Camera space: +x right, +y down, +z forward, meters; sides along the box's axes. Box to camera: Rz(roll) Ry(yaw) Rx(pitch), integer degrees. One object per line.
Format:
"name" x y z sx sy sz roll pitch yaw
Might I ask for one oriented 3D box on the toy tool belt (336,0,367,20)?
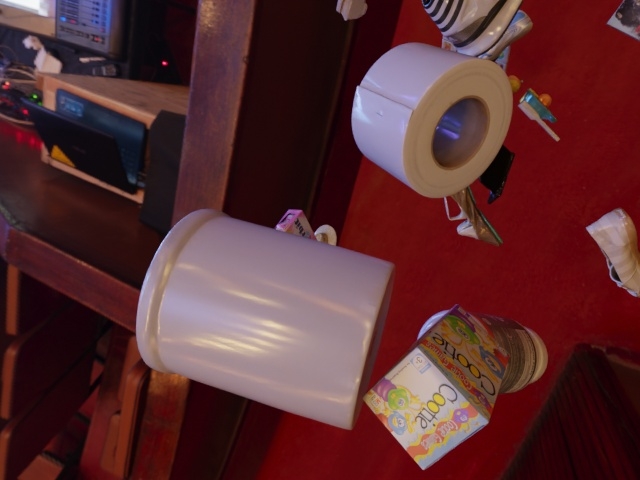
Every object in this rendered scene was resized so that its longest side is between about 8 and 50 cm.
"toy tool belt" 0.048 -0.388 0.655 0.051 0.052 0.083 62 158 20

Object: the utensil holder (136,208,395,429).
"utensil holder" -0.081 0.140 0.806 0.385 0.327 0.328 14 109 15

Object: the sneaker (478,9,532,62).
"sneaker" 0.521 -0.597 1.303 0.237 0.085 0.086 -37 78 25

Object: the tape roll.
"tape roll" 0.203 -0.223 0.793 0.169 0.246 0.246 47 122 47

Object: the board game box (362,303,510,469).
"board game box" 0.217 0.240 0.761 0.142 0.275 0.144 47 115 16

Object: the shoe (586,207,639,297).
"shoe" 0.511 0.031 0.730 0.058 0.077 0.219 -31 123 18

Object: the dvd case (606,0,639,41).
"dvd case" 0.690 -0.471 0.901 0.119 0.013 0.087 36 115 10

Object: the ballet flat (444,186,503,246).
"ballet flat" 0.541 -0.096 1.579 0.124 0.116 0.342 -31 109 19

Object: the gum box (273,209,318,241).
"gum box" -0.079 -0.007 1.447 0.062 0.107 0.189 5 136 36

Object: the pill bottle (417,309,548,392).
"pill bottle" 0.441 0.302 1.137 0.210 0.362 0.211 -17 66 46

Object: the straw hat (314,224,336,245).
"straw hat" 0.000 0.000 1.896 0.144 0.061 0.145 -2 87 37

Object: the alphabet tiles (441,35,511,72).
"alphabet tiles" 0.531 -0.615 1.508 0.285 0.011 0.343 45 159 36

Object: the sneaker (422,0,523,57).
"sneaker" 0.388 -0.676 0.962 0.257 0.169 0.448 31 90 -29

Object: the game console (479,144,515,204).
"game console" 0.422 -0.167 1.050 0.071 0.107 0.122 23 78 6

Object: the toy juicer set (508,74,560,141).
"toy juicer set" 0.770 -0.514 1.549 0.209 0.329 0.089 32 125 -21
